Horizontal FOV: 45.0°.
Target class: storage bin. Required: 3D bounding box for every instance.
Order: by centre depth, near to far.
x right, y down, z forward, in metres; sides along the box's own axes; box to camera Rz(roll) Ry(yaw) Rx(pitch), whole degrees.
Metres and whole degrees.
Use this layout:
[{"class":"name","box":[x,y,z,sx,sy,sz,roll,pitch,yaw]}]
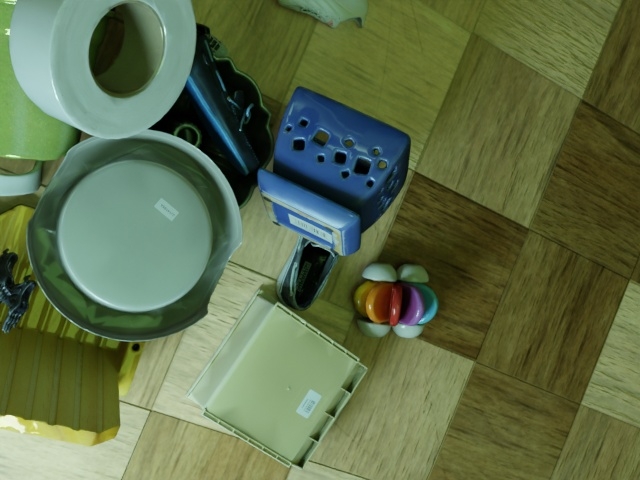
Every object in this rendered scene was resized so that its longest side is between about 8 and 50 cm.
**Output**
[{"class":"storage bin","box":[-0.082,0.283,1.563,0.260,0.123,0.262,37,82,-21]}]

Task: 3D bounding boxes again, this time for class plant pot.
[{"class":"plant pot","box":[-0.491,-0.270,1.283,0.276,0.276,0.254,2,104,-21]},{"class":"plant pot","box":[0.018,-0.113,1.446,0.236,0.236,0.212,26,75,10]}]

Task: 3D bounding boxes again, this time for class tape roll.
[{"class":"tape roll","box":[-0.324,-0.305,1.183,0.286,0.100,0.286,-37,141,-38]}]

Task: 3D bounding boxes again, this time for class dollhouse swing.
[{"class":"dollhouse swing","box":[-0.455,0.128,1.308,0.347,0.305,0.315,19,89,-21]}]

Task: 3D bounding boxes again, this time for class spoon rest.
[{"class":"spoon rest","box":[-0.623,-0.118,1.325,0.276,0.084,0.137,3,115,-23]}]

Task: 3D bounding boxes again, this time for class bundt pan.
[{"class":"bundt pan","box":[-0.259,-0.192,1.443,0.331,0.124,0.331,-2,97,-20]}]

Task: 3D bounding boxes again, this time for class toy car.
[{"class":"toy car","box":[0.168,0.131,1.632,0.182,0.136,0.159,4,94,-21]}]

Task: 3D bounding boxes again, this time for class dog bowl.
[{"class":"dog bowl","box":[-0.310,-0.007,1.298,0.349,0.102,0.348,2,86,-22]}]

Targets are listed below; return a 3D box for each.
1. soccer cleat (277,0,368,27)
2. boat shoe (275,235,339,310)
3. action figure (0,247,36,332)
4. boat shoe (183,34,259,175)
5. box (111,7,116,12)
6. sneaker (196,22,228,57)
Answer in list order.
[{"class":"soccer cleat","box":[0.008,-0.465,1.546,0.196,0.068,0.076,-4,100,-23]},{"class":"boat shoe","box":[0.000,0.000,1.572,0.108,0.102,0.301,26,87,-21]},{"class":"action figure","box":[-0.581,0.036,1.161,0.276,0.164,0.141,24,61,10]},{"class":"boat shoe","box":[-0.167,-0.240,1.351,0.089,0.109,0.258,-34,108,-18]},{"class":"box","box":[-0.457,-0.511,1.338,0.231,0.056,0.183,9,99,-33]},{"class":"sneaker","box":[-0.214,-0.381,1.467,0.098,0.069,0.038,28,86,-21]}]
